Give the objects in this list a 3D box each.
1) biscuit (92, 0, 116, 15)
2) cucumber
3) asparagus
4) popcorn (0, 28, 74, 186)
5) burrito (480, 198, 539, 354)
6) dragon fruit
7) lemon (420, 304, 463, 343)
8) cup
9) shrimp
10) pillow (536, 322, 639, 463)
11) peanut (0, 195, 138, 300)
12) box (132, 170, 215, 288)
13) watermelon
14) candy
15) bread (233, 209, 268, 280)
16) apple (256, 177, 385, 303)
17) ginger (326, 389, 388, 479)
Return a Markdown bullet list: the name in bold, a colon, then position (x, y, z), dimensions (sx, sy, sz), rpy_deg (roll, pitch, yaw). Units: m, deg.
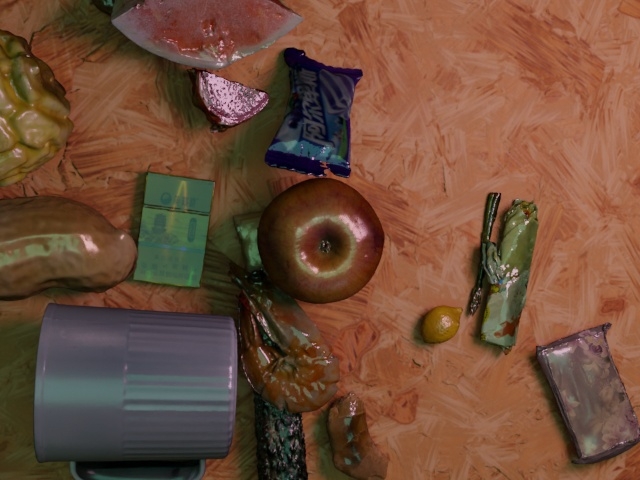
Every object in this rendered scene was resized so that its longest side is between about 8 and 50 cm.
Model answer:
- **biscuit**: position (-0.359, -0.526, 1.667), dimensions (0.209, 0.041, 0.290), rpy_deg (-21, 97, -6)
- **cucumber**: position (-0.071, 0.280, 1.736), dimensions (0.096, 0.096, 0.359), rpy_deg (-2, 95, -6)
- **asparagus**: position (0.301, 0.025, 1.797), dimensions (0.023, 0.022, 0.232), rpy_deg (9, 92, -51)
- **popcorn**: position (-0.542, -0.223, 1.573), dimensions (0.237, 0.293, 0.293), rpy_deg (-41, 98, 4)
- **burrito**: position (0.333, 0.062, 1.779), dimensions (0.104, 0.054, 0.287), rpy_deg (11, 92, -25)
- **dragon fruit**: position (-0.172, -0.233, 1.686), dimensions (0.147, 0.102, 0.096), rpy_deg (19, 98, -10)
- **lemon**: position (0.220, 0.151, 1.775), dimensions (0.092, 0.065, 0.065), rpy_deg (-41, 98, 4)
- **cup**: position (-0.302, 0.273, 1.629), dimensions (0.311, 0.257, 0.331), rpy_deg (2, 93, -8)
- **shrimp**: position (-0.081, 0.162, 1.667), dimensions (0.154, 0.062, 0.294), rpy_deg (-31, 84, 6)
- **pillow**: position (0.504, 0.285, 1.823), dimensions (0.169, 0.059, 0.254), rpy_deg (-21, 95, -5)
- **peanut**: position (-0.483, 0.008, 1.637), dimensions (0.340, 0.158, 0.174), rpy_deg (-8, 74, -10)
- **box**: position (-0.258, -0.019, 1.724), dimensions (0.122, 0.030, 0.193), rpy_deg (8, 94, -7)
- **watermelon**: position (-0.184, -0.400, 1.634), dimensions (0.260, 0.176, 0.255), rpy_deg (33, 70, -36)
- **candy**: position (-0.007, -0.220, 1.662), dimensions (0.145, 0.070, 0.275), rpy_deg (10, 54, -3)
- **bread**: position (-0.054, 0.004, 1.733), dimensions (0.178, 0.060, 0.139), rpy_deg (-14, 96, -6)
- **apple**: position (0.000, 0.000, 1.616), dimensions (0.211, 0.188, 0.211), rpy_deg (0, 92, -5)
- **ginger**: position (0.062, 0.365, 1.771), dimensions (0.095, 0.069, 0.190), rpy_deg (-16, 97, 0)
